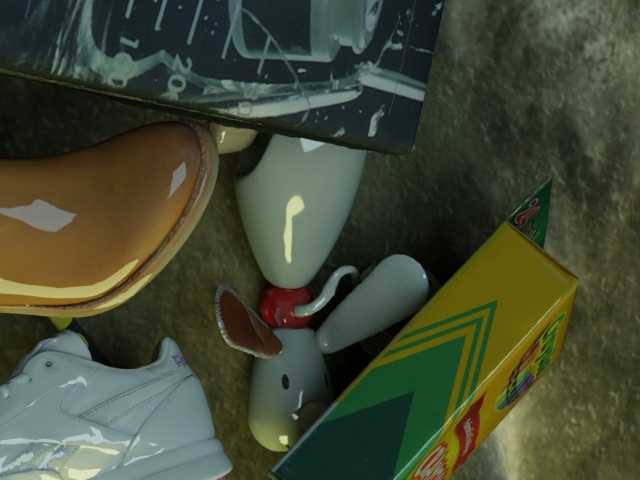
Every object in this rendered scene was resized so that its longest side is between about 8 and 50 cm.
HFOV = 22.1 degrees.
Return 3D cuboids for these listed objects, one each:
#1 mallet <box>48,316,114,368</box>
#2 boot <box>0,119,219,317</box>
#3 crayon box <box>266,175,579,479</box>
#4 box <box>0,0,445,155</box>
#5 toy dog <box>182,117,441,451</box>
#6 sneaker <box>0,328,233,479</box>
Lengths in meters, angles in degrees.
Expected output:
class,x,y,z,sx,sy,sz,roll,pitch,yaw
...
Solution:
class,x,y,z,sx,sy,sz,roll,pitch,yaw
mallet,-0.191,0.051,1.241,0.062,0.039,0.190,-57,133,-19
boot,-0.227,-0.033,1.025,0.220,0.283,0.109,39,36,-48
crayon box,0.102,0.114,1.309,0.081,0.202,0.318,40,78,17
box,-0.128,-0.327,0.986,0.471,0.297,0.480,6,96,-58
toy dog,0.000,0.000,1.267,0.220,0.161,0.334,-27,108,-19
sneaker,-0.223,0.151,1.188,0.305,0.114,0.152,-11,78,-23
